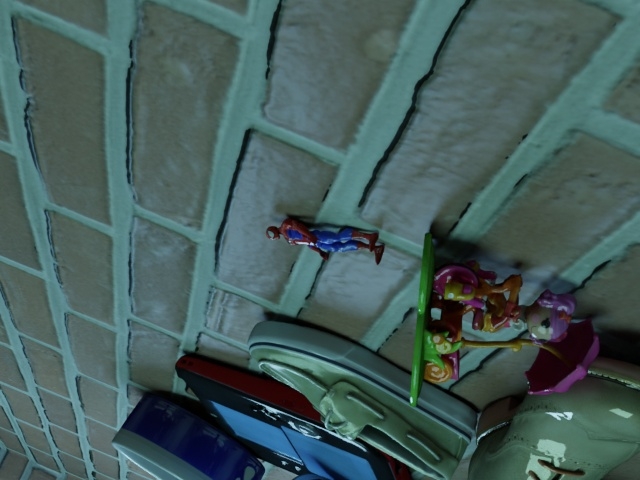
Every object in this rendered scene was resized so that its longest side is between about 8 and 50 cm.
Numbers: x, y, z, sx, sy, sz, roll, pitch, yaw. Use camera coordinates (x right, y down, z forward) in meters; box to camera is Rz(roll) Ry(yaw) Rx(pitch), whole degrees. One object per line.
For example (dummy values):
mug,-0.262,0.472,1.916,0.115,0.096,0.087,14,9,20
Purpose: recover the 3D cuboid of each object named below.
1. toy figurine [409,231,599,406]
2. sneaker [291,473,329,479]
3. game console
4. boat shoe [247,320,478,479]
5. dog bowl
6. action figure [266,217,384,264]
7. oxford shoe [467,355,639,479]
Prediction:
toy figurine,0.164,0.074,0.858,0.159,0.130,0.173,5,128,7
sneaker,0.059,0.452,1.542,0.153,0.099,0.282,11,160,38
game console,-0.029,0.313,1.526,0.342,0.060,0.386,14,153,19
boat shoe,0.046,0.191,1.171,0.302,0.094,0.109,25,155,-4
dog bowl,-0.234,0.387,1.745,0.265,0.104,0.265,28,159,11
action figure,0.000,0.000,0.909,0.115,0.030,0.038,12,158,27
oxford shoe,0.249,0.227,1.007,0.141,0.146,0.397,22,155,3
